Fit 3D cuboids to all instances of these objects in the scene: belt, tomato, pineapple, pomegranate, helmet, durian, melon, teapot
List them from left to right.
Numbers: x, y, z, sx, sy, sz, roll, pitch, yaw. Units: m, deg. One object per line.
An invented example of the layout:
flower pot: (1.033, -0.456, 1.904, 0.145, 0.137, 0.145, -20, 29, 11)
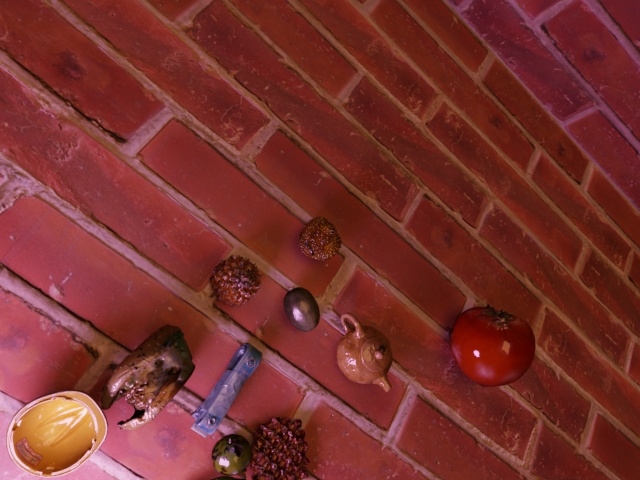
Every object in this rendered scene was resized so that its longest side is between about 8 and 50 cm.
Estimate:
helmet: (-0.655, 0.474, 1.224, 0.257, 0.140, 0.205, -31, 94, -2)
belt: (-0.289, 0.458, 1.465, 0.072, 0.087, 0.302, 47, 61, -24)
pomegranate: (-0.260, 0.656, 1.417, 0.122, 0.122, 0.161, -32, 120, -30)
pineapple: (-0.262, 0.127, 1.529, 0.161, 0.137, 0.176, 39, 62, -15)
melon: (-0.066, 0.233, 1.621, 0.114, 0.114, 0.167, -30, 95, -30)
durian: (0.000, 0.000, 1.707, 0.158, 0.137, 0.168, 36, 53, 7)
teapot: (0.167, 0.393, 1.671, 0.203, 0.167, 0.311, -25, 89, -30)
tomato: (0.677, 0.424, 1.872, 0.322, 0.321, 0.321, 7, 74, -26)

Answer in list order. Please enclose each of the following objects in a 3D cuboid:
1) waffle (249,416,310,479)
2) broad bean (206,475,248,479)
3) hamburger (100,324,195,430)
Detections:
waffle: (-0.129, 0.682, 1.502, 0.221, 0.055, 0.234, -4, 84, -37)
broad bean: (-0.309, 0.739, 1.367, 0.292, 0.049, 0.144, 14, 114, -25)
hamburger: (-0.456, 0.361, 1.305, 0.167, 0.192, 0.288, 45, 32, -5)
